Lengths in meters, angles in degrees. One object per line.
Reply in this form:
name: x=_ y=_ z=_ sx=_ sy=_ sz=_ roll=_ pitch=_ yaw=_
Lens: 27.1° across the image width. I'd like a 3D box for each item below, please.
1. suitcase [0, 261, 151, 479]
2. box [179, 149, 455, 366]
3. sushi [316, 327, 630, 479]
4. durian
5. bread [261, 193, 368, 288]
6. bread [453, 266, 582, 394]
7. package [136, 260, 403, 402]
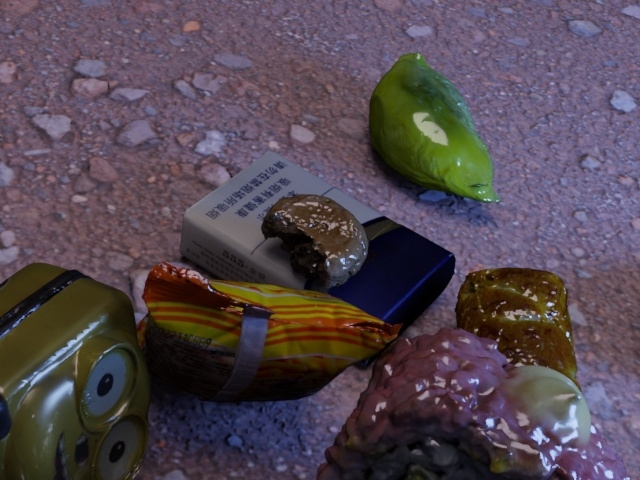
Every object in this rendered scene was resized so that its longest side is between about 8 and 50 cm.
suitcase: x=-0.246 y=0.149 z=1.133 sx=0.143 sy=0.194 sz=0.235 roll=16 pitch=39 yaw=28
box: x=-0.004 y=0.015 z=1.441 sx=0.259 sy=0.071 sz=0.168 roll=29 pitch=44 yaw=22
sushi: x=0.143 y=0.202 z=1.125 sx=0.270 sy=0.236 sz=0.171 roll=33 pitch=29 yaw=4
durian: x=0.134 y=-0.137 z=1.624 sx=0.139 sy=0.101 sz=0.250 roll=-2 pitch=42 yaw=-15
bread: x=0.000 y=0.000 z=1.359 sx=0.082 sy=0.060 sz=0.113 roll=-27 pitch=55 yaw=-33
bread: x=0.201 y=0.112 z=1.346 sx=0.132 sy=0.103 sz=0.172 roll=3 pitch=44 yaw=2
package: x=-0.065 y=0.095 z=1.231 sx=0.223 sy=0.288 sz=0.108 roll=6 pitch=79 yaw=-11
